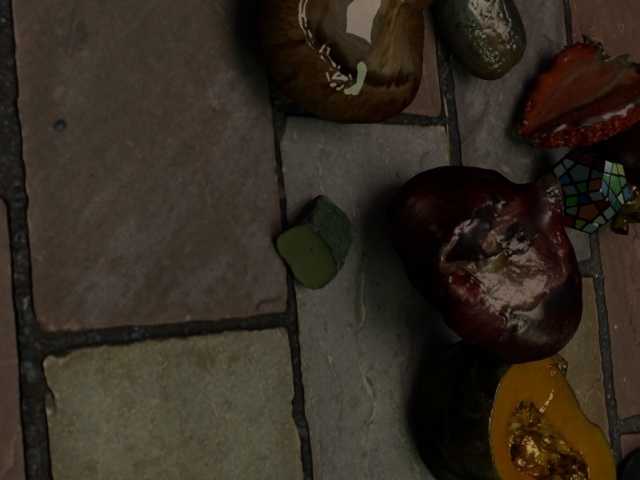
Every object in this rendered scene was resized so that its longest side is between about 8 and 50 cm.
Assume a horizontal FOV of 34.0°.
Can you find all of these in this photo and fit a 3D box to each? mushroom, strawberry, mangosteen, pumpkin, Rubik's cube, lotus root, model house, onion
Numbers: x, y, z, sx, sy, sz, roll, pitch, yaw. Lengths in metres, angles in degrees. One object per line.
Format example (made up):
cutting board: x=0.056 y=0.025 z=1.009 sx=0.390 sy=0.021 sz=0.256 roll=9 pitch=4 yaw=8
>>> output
mushroom: x=0.050 y=-0.253 z=1.174 sx=0.267 sy=0.254 sz=0.267 roll=-17 pitch=120 yaw=-32
strawberry: x=0.391 y=-0.187 z=1.534 sx=0.228 sy=0.174 sz=0.098 roll=-50 pitch=150 yaw=-29
mangosteen: x=0.497 y=-0.103 z=1.625 sx=0.200 sy=0.200 sz=0.200 roll=8 pitch=78 yaw=-44
pumpkin: x=0.258 y=0.246 z=1.339 sx=0.317 sy=0.139 sz=0.222 roll=48 pitch=56 yaw=-28
Rubik's cube: x=0.382 y=-0.072 z=1.528 sx=0.112 sy=0.133 sz=0.133 roll=-12 pitch=93 yaw=-18
lotus root: x=0.209 y=-0.307 z=1.409 sx=0.113 sy=0.088 sz=0.192 roll=-45 pitch=115 yaw=-32
model house: x=0.000 y=0.000 z=1.181 sx=0.079 sy=0.066 sz=0.083 roll=52 pitch=33 yaw=-13
onion: x=0.215 y=0.005 z=1.238 sx=0.272 sy=0.195 sz=0.272 roll=29 pitch=28 yaw=-17

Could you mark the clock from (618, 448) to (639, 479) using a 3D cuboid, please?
clock: x=0.557 y=0.483 z=1.637 sx=0.325 sy=0.067 sz=0.325 roll=15 pitch=70 yaw=-46
